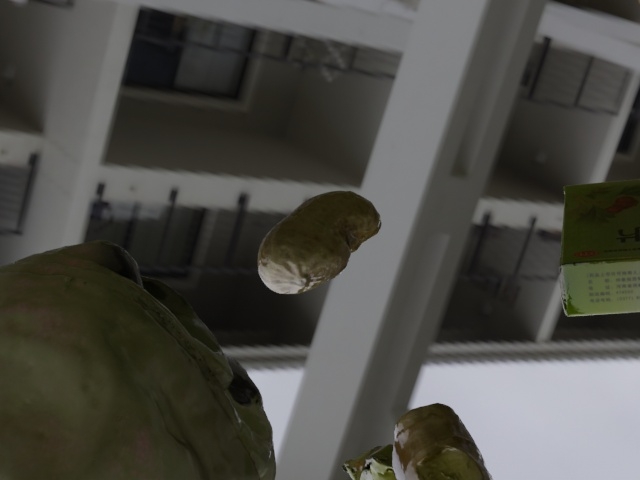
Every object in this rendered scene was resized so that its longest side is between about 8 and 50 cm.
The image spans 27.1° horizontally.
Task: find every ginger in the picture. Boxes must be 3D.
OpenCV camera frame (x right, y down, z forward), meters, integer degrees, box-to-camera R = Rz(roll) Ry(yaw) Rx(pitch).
[{"bbox_3d":[0.140,0.252,1.204,0.086,0.131,0.294,-16,-147,-15],"label":"ginger"}]

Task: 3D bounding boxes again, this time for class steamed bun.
[{"bbox_3d":[-0.161,0.120,0.955,0.275,0.206,0.320,34,161,-24],"label":"steamed bun"}]

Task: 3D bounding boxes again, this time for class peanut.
[{"bbox_3d":[0.000,0.000,2.210,0.137,0.122,0.253,30,-132,18],"label":"peanut"}]

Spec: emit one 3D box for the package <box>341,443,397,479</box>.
[{"bbox_3d":[0.133,0.385,2.141,0.168,0.090,0.226,24,167,-7],"label":"package"}]

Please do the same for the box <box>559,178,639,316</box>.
[{"bbox_3d":[0.361,-0.003,1.261,0.260,0.062,0.175,-4,-153,14],"label":"box"}]

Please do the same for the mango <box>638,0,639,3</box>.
[{"bbox_3d":[0.420,-0.344,1.444,0.109,0.227,0.147,26,-154,3],"label":"mango"}]
